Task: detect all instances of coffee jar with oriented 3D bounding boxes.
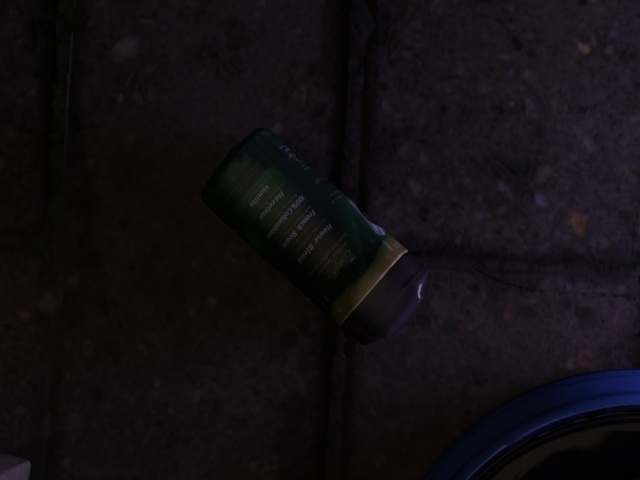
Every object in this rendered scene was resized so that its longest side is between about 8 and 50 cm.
[{"bbox_3d":[0.000,0.000,0.787,0.184,0.096,0.079,41,93,7],"label":"coffee jar"}]

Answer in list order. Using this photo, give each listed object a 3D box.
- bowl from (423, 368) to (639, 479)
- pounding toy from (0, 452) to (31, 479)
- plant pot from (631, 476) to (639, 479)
[{"bbox_3d":[0.240,0.296,0.762,0.390,0.077,0.392,0,90,8],"label":"bowl"},{"bbox_3d":[-0.292,0.269,0.825,0.205,0.094,0.181,13,91,8],"label":"pounding toy"},{"bbox_3d":[0.259,0.330,0.553,0.340,0.334,0.341,0,90,7],"label":"plant pot"}]
